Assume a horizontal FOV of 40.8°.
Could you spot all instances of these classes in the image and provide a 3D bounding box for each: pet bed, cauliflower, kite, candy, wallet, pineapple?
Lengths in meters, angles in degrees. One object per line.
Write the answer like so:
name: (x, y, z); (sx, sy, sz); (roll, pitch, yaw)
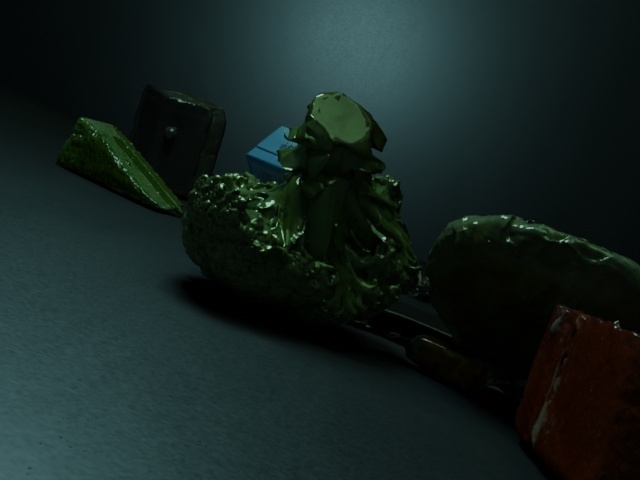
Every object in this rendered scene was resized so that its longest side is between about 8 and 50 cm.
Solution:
pet bed: (-0.316, -0.208, 1.830); (0.183, 0.210, 0.159); (25, 14, 17)
cauliflower: (-0.001, -0.036, 0.949); (0.272, 0.250, 0.275); (20, 23, -5)
kite: (0.021, 0.092, 1.119); (0.229, 0.016, 0.127); (23, 0, -41)
candy: (0.149, 0.139, 0.957); (0.182, 0.046, 0.053); (19, 5, 30)
wallet: (0.184, 0.133, 1.245); (0.247, 0.041, 0.323); (24, 1, 5)
pineapple: (0.221, 0.098, 1.810); (0.058, 0.058, 0.124); (24, 5, 24)

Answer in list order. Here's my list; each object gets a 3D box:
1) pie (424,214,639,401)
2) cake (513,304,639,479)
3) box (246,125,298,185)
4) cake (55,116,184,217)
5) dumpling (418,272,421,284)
pie: (0.253, 0.089, 0.943); (0.306, 0.071, 0.306); (25, -35, 19)
cake: (0.283, 0.156, 0.728); (0.177, 0.150, 0.283); (19, -1, -4)
box: (-0.008, -0.033, 1.215); (0.143, 0.083, 0.232); (24, -35, 34)
cake: (-0.330, -0.128, 1.488); (0.235, 0.099, 0.100); (25, 7, 25)
dumpling: (0.196, 0.078, 1.899); (0.043, 0.059, 0.077); (12, 9, -21)
